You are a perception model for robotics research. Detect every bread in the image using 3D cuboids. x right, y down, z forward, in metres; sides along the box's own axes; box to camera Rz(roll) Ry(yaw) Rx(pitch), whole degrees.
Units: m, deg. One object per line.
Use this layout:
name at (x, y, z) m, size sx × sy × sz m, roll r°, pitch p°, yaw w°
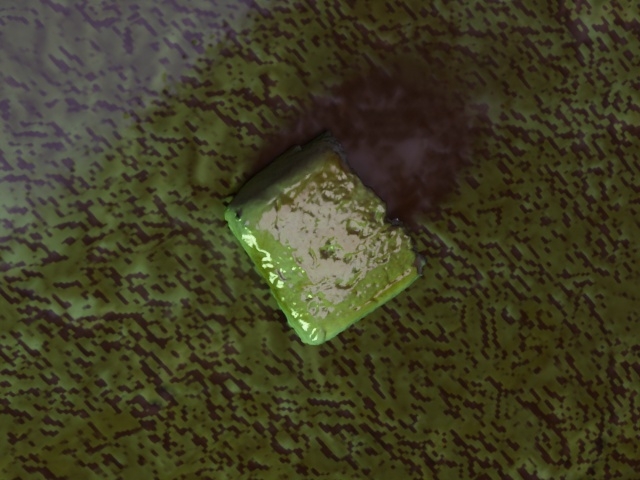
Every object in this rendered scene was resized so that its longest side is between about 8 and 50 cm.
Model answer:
bread at (0.000, 0.000, 0.908) m, size 0.070 × 0.035 × 0.083 m, roll -38°, pitch 104°, yaw -5°
